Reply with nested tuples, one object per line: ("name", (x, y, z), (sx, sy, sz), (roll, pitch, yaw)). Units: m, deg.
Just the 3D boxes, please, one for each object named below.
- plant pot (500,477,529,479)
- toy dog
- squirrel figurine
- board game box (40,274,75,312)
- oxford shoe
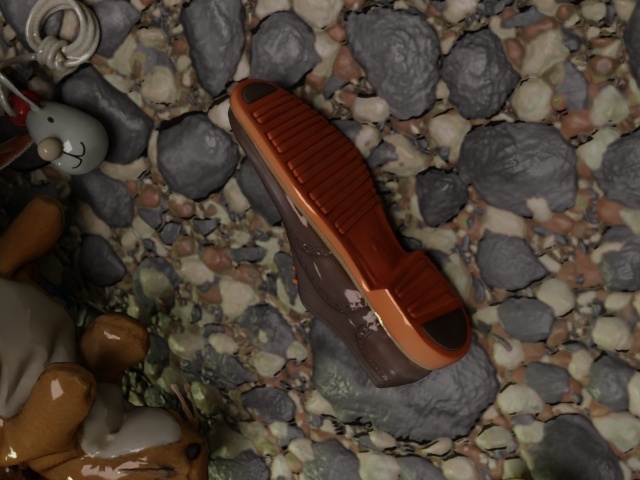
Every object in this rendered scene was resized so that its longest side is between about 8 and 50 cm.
("plant pot", (0.218, 0.413, 1.364), (0.239, 0.254, 0.254), (40, 121, -9))
("toy dog", (-0.418, -0.169, 1.527), (0.334, 0.161, 0.220), (6, 109, 25))
("squirrel figurine", (-0.324, 0.224, 1.550), (0.370, 0.281, 0.397), (41, 123, -13))
("board game box", (-0.415, 0.071, 1.675), (0.201, 0.035, 0.136), (39, 119, 11))
("oxford shoe", (0.000, 0.000, 1.396), (0.133, 0.130, 0.363), (-36, 87, 38))
